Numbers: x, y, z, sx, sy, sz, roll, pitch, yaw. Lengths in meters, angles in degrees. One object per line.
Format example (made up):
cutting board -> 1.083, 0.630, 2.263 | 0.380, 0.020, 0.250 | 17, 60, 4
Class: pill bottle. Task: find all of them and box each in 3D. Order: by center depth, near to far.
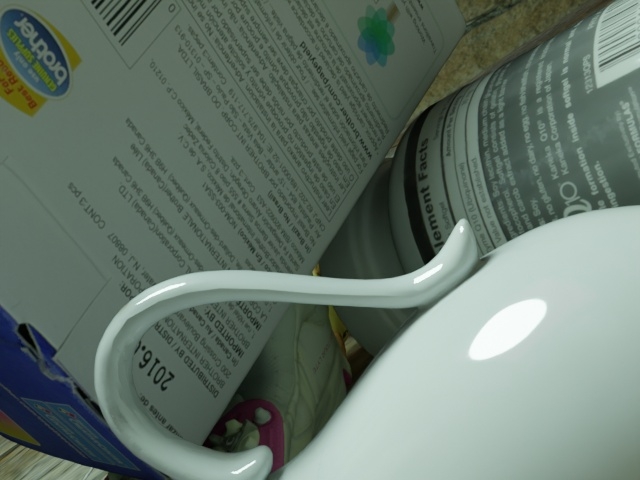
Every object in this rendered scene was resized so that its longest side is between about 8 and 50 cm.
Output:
pill bottle -> 0.138, -0.026, 0.578 | 0.278, 0.162, 0.162 | -27, 9, 41

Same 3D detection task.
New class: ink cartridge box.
ink cartridge box -> -0.114, -0.076, 0.504 | 0.151, 0.270, 0.395 | 2, 48, 40

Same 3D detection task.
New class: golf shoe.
golf shoe -> -0.036, 0.127, 0.557 | 0.115, 0.140, 0.306 | -15, 37, 25

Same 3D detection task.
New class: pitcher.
pitcher -> 0.044, 0.056, 0.356 | 0.207, 0.178, 0.125 | -32, 8, 7

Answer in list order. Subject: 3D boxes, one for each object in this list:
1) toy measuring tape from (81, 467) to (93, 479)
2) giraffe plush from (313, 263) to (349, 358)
toy measuring tape -> -0.094, 0.125, 0.934 | 0.330, 0.121, 0.121 | -59, 15, -17
giraffe plush -> -0.053, 0.075, 0.804 | 0.170, 0.210, 0.181 | -5, -6, -19
